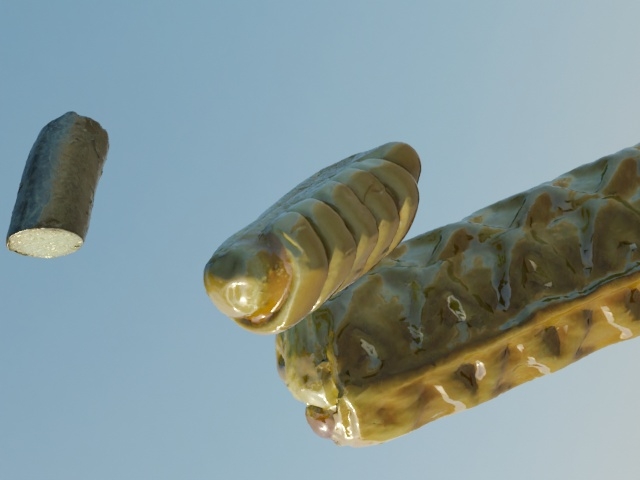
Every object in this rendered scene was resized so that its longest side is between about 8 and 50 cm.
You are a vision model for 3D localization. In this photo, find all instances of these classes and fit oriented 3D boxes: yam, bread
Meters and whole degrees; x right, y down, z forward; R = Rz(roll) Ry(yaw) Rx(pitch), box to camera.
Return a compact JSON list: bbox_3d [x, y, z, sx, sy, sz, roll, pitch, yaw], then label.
[{"bbox_3d":[-0.142,-0.027,0.844,0.043,0.043,0.094,78,-168,-47],"label":"yam"},{"bbox_3d":[0.000,0.000,0.464,0.034,0.049,0.088,56,-143,-4],"label":"bread"},{"bbox_3d":[0.152,-0.004,0.723,0.077,0.367,0.084,119,127,-84],"label":"bread"}]
